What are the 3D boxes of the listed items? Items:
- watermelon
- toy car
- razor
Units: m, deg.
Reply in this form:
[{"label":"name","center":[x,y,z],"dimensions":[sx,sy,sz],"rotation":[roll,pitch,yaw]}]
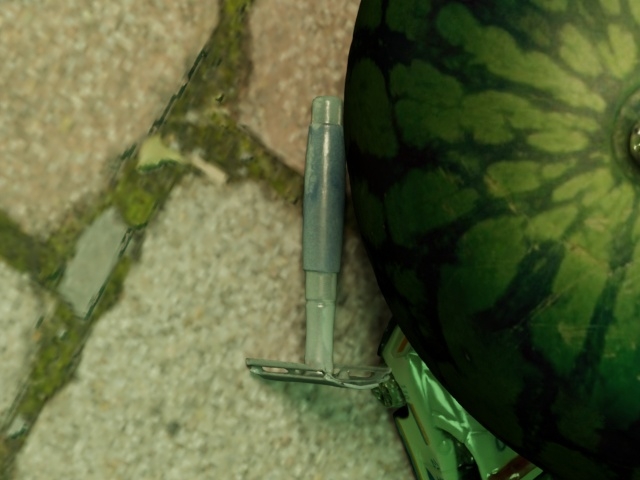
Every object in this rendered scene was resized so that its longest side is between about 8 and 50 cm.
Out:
[{"label":"watermelon","center":[0.176,-0.045,0.604],"dimensions":[0.363,0.363,0.363],"rotation":[-9,106,-33]},{"label":"toy car","center":[0.091,0.106,0.761],"dimensions":[0.093,0.058,0.186],"rotation":[-31,116,-26]},{"label":"razor","center":[0.000,0.000,0.681],"dimensions":[0.040,0.068,0.135],"rotation":[3,88,-38]}]
